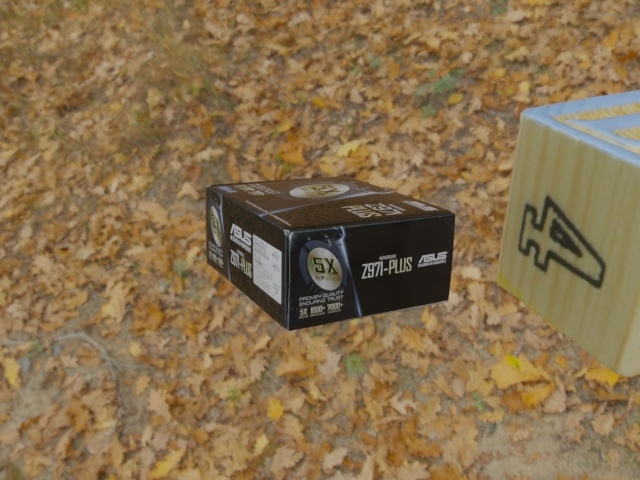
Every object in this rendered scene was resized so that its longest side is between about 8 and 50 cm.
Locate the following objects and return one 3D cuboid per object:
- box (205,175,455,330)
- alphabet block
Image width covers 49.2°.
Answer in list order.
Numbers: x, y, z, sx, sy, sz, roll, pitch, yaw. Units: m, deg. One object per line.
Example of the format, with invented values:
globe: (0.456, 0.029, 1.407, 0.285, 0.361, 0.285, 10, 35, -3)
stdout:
box: (0.000, 0.000, 0.593, 0.148, 0.077, 0.180, -6, 17, -26)
alphabet block: (0.310, -0.019, 0.676, 0.193, 0.197, 0.193, -12, 31, -21)
